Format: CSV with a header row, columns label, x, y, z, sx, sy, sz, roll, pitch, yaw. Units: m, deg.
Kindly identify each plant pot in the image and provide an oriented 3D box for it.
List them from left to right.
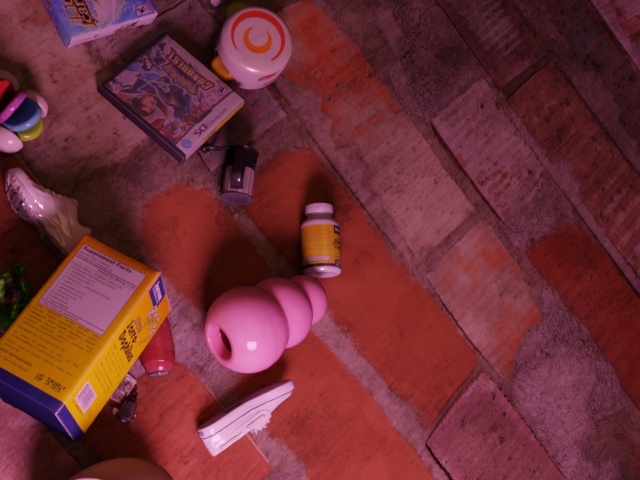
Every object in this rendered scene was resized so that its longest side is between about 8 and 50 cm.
label,x,y,z,sx,sy,sz,roll,pitch,yaw
plant pot,-0.397,0.561,1.701,0.284,0.284,0.191,53,24,-6

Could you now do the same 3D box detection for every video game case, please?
label,x,y,z,sx,sy,sz,roll,pitch,yaw
video game case,-0.573,-0.637,2.034,0.244,0.061,0.269,-28,91,-30
video game case,-0.367,-0.360,2.056,0.275,0.035,0.248,41,61,0

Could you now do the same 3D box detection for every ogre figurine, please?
label,x,y,z,sx,sy,sz,roll,pitch,yaw
ogre figurine,-0.658,0.129,1.731,0.097,0.197,0.118,-21,105,-5

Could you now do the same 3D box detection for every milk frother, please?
label,x,y,z,sx,sy,sz,roll,pitch,yaw
milk frother,-0.239,-0.174,2.077,0.143,0.129,0.134,0,70,16

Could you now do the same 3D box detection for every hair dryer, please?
label,x,y,z,sx,sy,sz,roll,pitch,yaw
hair dryer,-0.434,0.241,1.853,0.223,0.080,0.293,40,61,-13

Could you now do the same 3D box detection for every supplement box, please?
label,x,y,z,sx,sy,sz,roll,pitch,yaw
supplement box,-0.500,0.203,1.726,0.194,0.195,0.356,26,62,12

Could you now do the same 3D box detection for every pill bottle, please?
label,x,y,z,sx,sy,sz,roll,pitch,yaw
pill bottle,0.000,0.000,2.143,0.103,0.103,0.184,5,74,-27

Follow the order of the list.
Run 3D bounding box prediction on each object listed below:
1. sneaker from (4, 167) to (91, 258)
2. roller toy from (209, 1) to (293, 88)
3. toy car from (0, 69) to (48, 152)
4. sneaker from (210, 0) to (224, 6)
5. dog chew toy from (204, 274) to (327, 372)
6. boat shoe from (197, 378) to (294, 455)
label,x,y,z,sx,sy,sz,roll,pitch,yaw
sneaker,-0.609,-0.075,1.852,0.115,0.090,0.232,-46,109,-37
roller toy,-0.179,-0.499,2.160,0.191,0.146,0.209,16,75,-15
toy car,-0.696,-0.298,1.827,0.182,0.136,0.159,36,62,-16
sneaker,-0.248,-0.764,2.220,0.153,0.101,0.268,43,63,-15
dog chew toy,-0.114,0.182,1.982,0.332,0.207,0.206,-24,88,-39
boat shoe,-0.165,0.418,1.953,0.258,0.095,0.084,-27,94,-21
